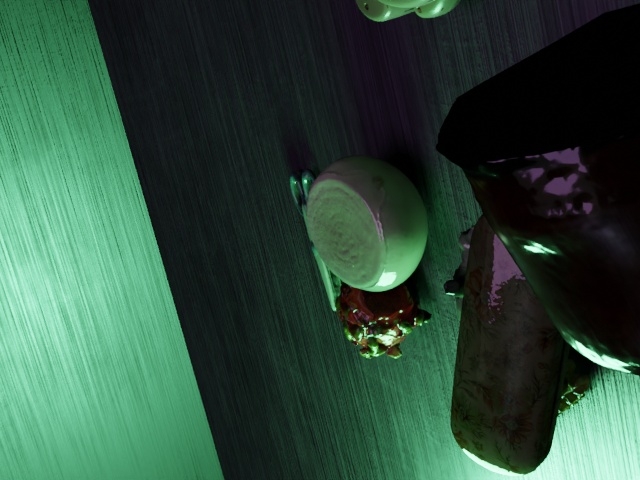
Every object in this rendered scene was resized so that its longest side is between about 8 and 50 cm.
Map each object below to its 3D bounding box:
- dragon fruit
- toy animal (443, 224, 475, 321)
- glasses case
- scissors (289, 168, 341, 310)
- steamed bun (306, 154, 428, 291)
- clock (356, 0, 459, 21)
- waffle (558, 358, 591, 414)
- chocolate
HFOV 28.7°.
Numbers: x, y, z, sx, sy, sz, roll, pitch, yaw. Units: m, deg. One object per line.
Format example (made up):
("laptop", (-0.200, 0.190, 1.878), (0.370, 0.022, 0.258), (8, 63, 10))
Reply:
("dragon fruit", (0.108, 0.129, 2.207), (0.166, 0.160, 0.172), (25, 162, 9))
("toy animal", (0.245, 0.083, 1.894), (0.121, 0.093, 0.225), (-66, -38, -66))
("glasses case", (0.273, 0.146, 1.773), (0.156, 0.098, 0.425), (23, 124, 32))
("scissors", (0.000, 0.000, 2.459), (0.138, 0.041, 0.289), (-1, 105, 68))
("steamed bun", (0.092, -0.035, 2.082), (0.232, 0.145, 0.232), (31, 133, 41))
("clock", (0.124, -0.444, 1.703), (0.309, 0.114, 0.284), (14, 120, 61))
("waffle", (0.340, 0.232, 1.878), (0.160, 0.046, 0.192), (33, 144, 42))
("chocolate", (0.355, -0.037, 1.273), (0.383, 0.383, 0.331), (20, 141, 62))
